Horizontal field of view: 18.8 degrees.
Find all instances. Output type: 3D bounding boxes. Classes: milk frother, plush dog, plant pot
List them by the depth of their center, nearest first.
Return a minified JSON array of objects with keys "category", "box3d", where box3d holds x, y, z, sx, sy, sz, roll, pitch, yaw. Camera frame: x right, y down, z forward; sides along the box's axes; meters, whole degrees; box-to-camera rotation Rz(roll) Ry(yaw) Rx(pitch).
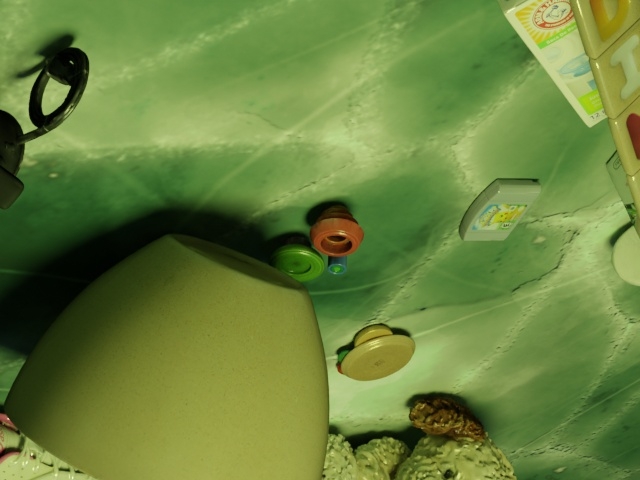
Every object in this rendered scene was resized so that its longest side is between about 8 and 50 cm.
[{"category":"milk frother","box3d":[-0.256,-0.106,1.396,0.135,0.129,0.143,40,72,-55]},{"category":"plant pot","box3d":[-0.106,0.105,1.666,0.284,0.284,0.191,16,99,-44]},{"category":"plush dog","box3d":[0.111,0.294,2.123,0.225,0.262,0.210,-21,-177,20]}]

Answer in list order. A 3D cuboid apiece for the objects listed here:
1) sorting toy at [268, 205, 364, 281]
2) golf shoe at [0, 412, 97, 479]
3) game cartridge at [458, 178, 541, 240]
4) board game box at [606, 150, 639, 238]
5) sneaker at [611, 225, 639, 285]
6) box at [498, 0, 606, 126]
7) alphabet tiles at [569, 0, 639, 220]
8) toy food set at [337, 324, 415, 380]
[{"category":"sorting toy","box3d":[0.000,0.000,1.748,0.102,0.042,0.061,-28,134,35]},{"category":"golf shoe","box3d":[-0.289,0.224,1.855,0.306,0.115,0.140,-4,142,-27]},{"category":"game cartridge","box3d":[0.166,-0.027,1.817,0.056,0.017,0.083,2,142,-26]},{"category":"board game box","box3d":[0.391,-0.017,1.683,0.097,0.303,0.224,-1,143,-28]},{"category":"sneaker","box3d":[0.394,0.001,1.942,0.212,0.080,0.094,-21,160,-1]},{"category":"box","box3d":[0.205,-0.194,1.497,0.114,0.103,0.203,-29,148,13]},{"category":"alphabet tiles","box3d":[0.310,-0.179,1.465,0.285,0.011,0.342,-42,131,-20]},{"category":"toy food set","box3d":[0.056,0.117,1.971,0.083,0.020,0.082,11,137,-42]}]
